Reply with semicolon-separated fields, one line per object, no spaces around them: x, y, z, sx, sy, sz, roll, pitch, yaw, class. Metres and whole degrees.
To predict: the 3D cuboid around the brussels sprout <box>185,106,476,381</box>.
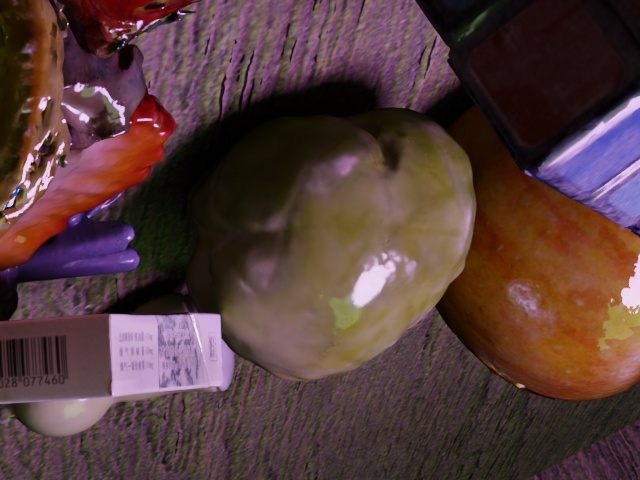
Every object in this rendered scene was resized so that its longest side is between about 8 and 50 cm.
-0.002;0.001;1.715;0.316;0.242;0.274;-39;177;30;brussels sprout

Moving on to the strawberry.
-0.268;-0.069;1.330;0.265;0.149;0.336;-21;167;-38;strawberry

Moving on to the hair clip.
-0.276;0.018;1.558;0.278;0.090;0.137;-25;153;-18;hair clip

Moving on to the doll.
-0.202;0.126;1.883;0.296;0.117;0.141;-16;172;-4;doll

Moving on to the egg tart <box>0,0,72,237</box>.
-0.293;-0.101;1.106;0.291;0.290;0.107;-27;-167;-11;egg tart

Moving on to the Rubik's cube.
0.249;-0.244;1.348;0.362;0.358;0.363;-36;156;16;Rubik's cube

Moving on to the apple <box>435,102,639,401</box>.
0.279;-0.028;1.911;0.400;0.333;0.400;-45;172;-8;apple

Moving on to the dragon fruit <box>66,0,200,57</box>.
-0.073;-0.246;1.146;0.269;0.198;0.200;-32;139;-20;dragon fruit

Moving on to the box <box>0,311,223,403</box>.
-0.201;0.099;1.530;0.164;0.069;0.256;-5;176;16;box
